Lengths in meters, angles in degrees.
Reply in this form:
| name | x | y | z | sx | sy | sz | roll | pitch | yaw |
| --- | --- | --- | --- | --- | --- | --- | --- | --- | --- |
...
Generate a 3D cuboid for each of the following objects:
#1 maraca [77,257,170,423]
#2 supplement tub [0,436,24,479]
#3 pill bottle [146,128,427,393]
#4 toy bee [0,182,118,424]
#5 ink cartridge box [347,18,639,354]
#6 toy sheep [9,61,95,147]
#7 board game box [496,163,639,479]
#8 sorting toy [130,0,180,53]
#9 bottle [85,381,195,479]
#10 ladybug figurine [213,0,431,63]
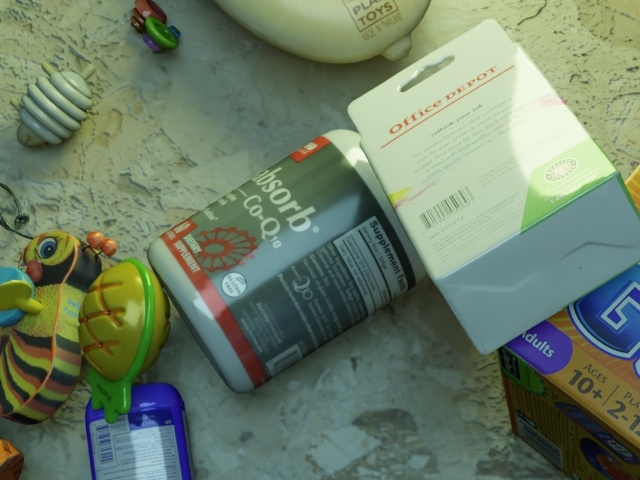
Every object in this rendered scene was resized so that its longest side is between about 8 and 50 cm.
| name | x | y | z | sx | sy | sz | roll | pitch | yaw |
| --- | --- | --- | --- | --- | --- | --- | --- | --- | --- |
| maraca | -0.224 | 0.111 | 1.866 | 0.099 | 0.127 | 0.185 | 8 | 102 | -30 |
| supplement tub | -0.519 | 0.214 | 1.886 | 0.338 | 0.207 | 0.207 | 34 | 79 | 9 |
| pill bottle | 0.000 | 0.000 | 1.932 | 0.363 | 0.210 | 0.210 | -33 | 78 | -8 |
| toy bee | -0.315 | 0.054 | 1.925 | 0.162 | 0.195 | 0.298 | -18 | 85 | 25 |
| ink cartridge box | 0.174 | -0.068 | 1.719 | 0.207 | 0.119 | 0.353 | -31 | 36 | 6 |
| toy sheep | -0.325 | -0.168 | 2.044 | 0.091 | 0.091 | 0.132 | 41 | 98 | 10 |
| board game box | 0.443 | 0.132 | 1.785 | 0.356 | 0.356 | 0.356 | 38 | 78 | 21 |
| sorting toy | -0.210 | -0.259 | 2.080 | 0.042 | 0.061 | 0.102 | -44 | 39 | 19 |
| bottle | -0.198 | 0.309 | 1.915 | 0.118 | 0.092 | 0.282 | -11 | 76 | 4 |
| ladybug figurine | -0.030 | -0.392 | 2.057 | 0.305 | 0.162 | 0.449 | -30 | 77 | -7 |
